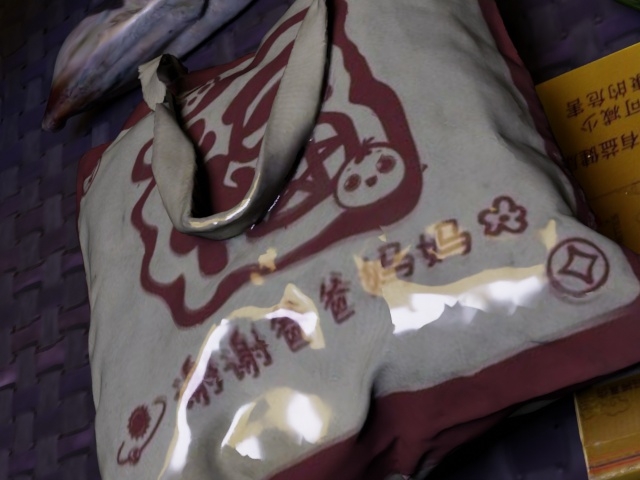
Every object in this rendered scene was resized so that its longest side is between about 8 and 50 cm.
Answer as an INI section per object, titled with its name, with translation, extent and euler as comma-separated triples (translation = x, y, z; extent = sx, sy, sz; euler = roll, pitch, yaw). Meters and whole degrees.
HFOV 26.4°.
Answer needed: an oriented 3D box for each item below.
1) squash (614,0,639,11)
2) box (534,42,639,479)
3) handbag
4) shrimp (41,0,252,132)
[squash]
translation = 0.140, -0.225, 0.518
extent = 0.082, 0.082, 0.292
euler = 4, 71, 38
[box]
translation = 0.120, 0.001, 0.465
extent = 0.089, 0.022, 0.156
euler = -24, 57, 27
[handbag]
translation = 0.000, 0.000, 0.491
extent = 0.213, 0.127, 0.235
euler = -33, 41, 18
[shrimp]
translation = -0.145, -0.152, 0.611
extent = 0.360, 0.247, 0.085
euler = -47, 25, 23
